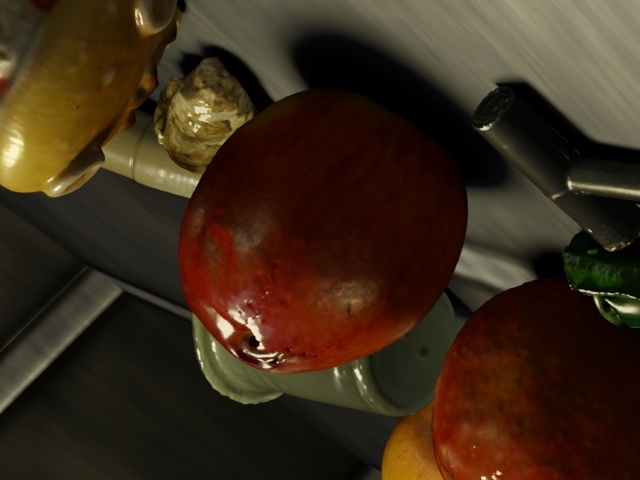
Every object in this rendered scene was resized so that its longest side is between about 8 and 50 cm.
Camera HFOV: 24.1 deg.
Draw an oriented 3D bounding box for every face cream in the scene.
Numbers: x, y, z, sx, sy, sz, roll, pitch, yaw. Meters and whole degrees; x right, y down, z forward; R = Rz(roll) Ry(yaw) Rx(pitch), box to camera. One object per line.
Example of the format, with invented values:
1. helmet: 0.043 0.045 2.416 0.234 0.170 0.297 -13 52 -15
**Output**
1. face cream: -0.106 -0.071 1.809 0.341 0.084 0.137 21 168 8

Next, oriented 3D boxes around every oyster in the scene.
1. oyster: -0.083 -0.098 1.616 0.166 0.094 0.294 8 162 41

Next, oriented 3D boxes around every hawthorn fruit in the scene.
1. hawthorn fruit: 0.228 0.201 1.482 0.287 0.330 0.287 36 159 16

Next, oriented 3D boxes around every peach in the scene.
1. peach: 0.000 0.000 1.368 0.238 0.281 0.281 27 167 23

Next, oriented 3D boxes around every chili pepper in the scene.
1. chili pepper: 0.306 0.049 1.323 0.216 0.062 0.108 18 168 45

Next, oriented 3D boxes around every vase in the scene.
1. vase: 0.014 0.120 1.914 0.291 0.245 0.245 12 157 45

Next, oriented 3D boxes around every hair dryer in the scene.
1. hair dryer: 0.229 -0.056 1.139 0.173 0.050 0.195 36 162 -26

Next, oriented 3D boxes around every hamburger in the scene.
1. hamburger: -0.230 -0.171 1.317 0.186 0.261 0.303 28 -174 -2

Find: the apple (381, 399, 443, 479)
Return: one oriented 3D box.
1. apple: 0.236 0.341 2.103 0.299 0.299 0.275 18 148 47
